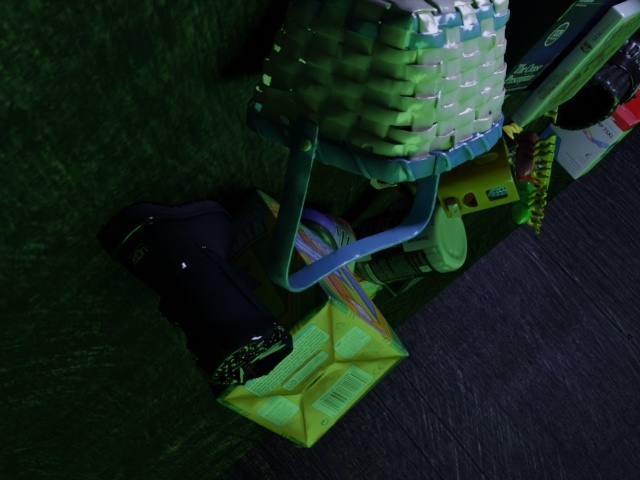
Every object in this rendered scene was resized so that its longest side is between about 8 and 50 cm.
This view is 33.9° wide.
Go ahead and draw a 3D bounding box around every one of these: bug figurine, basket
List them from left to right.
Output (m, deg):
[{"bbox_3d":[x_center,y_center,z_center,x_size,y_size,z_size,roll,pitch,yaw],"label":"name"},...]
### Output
[{"bbox_3d":[0.057,-0.109,0.990,0.255,0.201,0.289,-24,128,-51],"label":"basket"},{"bbox_3d":[0.358,-0.150,1.785,0.279,0.072,0.216,85,15,-51],"label":"bug figurine"}]

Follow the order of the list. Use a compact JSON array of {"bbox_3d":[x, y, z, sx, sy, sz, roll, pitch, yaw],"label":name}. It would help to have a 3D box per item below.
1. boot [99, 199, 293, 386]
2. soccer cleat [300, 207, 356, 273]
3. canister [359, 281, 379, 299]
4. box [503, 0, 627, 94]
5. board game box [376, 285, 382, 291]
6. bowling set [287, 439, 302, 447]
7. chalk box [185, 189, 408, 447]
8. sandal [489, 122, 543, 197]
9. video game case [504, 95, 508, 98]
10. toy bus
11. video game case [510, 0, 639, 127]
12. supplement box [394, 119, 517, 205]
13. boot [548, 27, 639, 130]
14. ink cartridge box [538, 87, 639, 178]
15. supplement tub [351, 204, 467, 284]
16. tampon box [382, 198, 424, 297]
[{"bbox_3d":[-0.110,0.058,1.133,0.094,0.207,0.246,-44,168,13],"label":"boot"},{"bbox_3d":[0.000,0.000,1.567,0.318,0.109,0.116,72,40,-69],"label":"soccer cleat"},{"bbox_3d":[0.071,0.050,1.920,0.126,0.073,0.170,-8,149,-32],"label":"canister"},{"bbox_3d":[0.290,-0.290,1.378,0.184,0.103,0.261,-51,165,29],"label":"box"},{"bbox_3d":[0.172,0.054,2.391,0.186,0.026,0.126,-48,166,30],"label":"board game box"},{"bbox_3d":[-0.061,0.356,2.369,0.154,0.200,0.287,-38,171,-18],"label":"bowling set"},{"bbox_3d":[-0.062,0.074,1.295,0.180,0.289,0.179,-44,135,8],"label":"chalk box"},{"bbox_3d":[0.332,-0.130,1.976,0.317,0.138,0.126,-24,162,-48],"label":"sandal"},{"bbox_3d":[0.306,-0.251,1.766,0.122,0.011,0.087,-43,167,9],"label":"video game case"},{"bbox_3d":[0.201,-0.086,1.584,0.191,0.104,0.202,11,142,-21],"label":"toy bus"},{"bbox_3d":[0.378,-0.257,1.468,0.206,0.026,0.227,-49,168,35],"label":"video game case"},{"bbox_3d":[0.220,-0.124,1.733,0.081,0.104,0.188,-29,163,-47],"label":"supplement box"},{"bbox_3d":[0.597,-0.357,1.990,0.260,0.131,0.348,-31,165,-37],"label":"boot"},{"bbox_3d":[0.617,-0.266,2.360,0.078,0.134,0.231,-23,158,-53],"label":"ink cartridge box"},{"bbox_3d":[0.134,0.008,1.722,0.190,0.117,0.117,-13,-176,32],"label":"supplement tub"},{"bbox_3d":[0.163,0.007,1.976,0.101,0.120,0.161,-30,164,-37],"label":"tampon box"}]
